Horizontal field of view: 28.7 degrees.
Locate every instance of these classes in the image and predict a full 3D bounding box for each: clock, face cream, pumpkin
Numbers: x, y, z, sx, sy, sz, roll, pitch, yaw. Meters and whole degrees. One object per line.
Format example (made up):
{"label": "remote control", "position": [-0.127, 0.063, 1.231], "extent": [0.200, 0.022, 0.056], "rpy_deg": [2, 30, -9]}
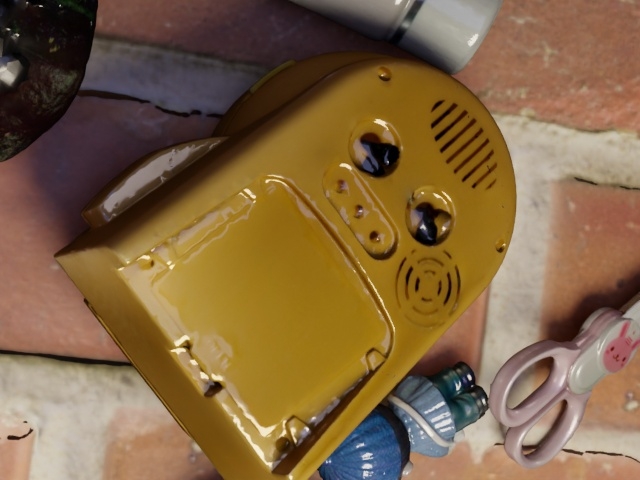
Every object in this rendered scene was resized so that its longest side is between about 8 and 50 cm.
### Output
{"label": "clock", "position": [0.000, 0.000, 0.911], "extent": [0.317, 0.200, 0.244], "rpy_deg": [-39, 105, -19]}
{"label": "face cream", "position": [-0.011, -0.234, 0.947], "extent": [0.314, 0.089, 0.143], "rpy_deg": [29, 85, -5]}
{"label": "pumpkin", "position": [-0.259, -0.158, 0.830], "extent": [0.233, 0.163, 0.233], "rpy_deg": [0, 90, -5]}

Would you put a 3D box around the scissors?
{"label": "scissors", "position": [0.236, 0.084, 1.040], "extent": [0.242, 0.030, 0.118], "rpy_deg": [-39, 131, -16]}

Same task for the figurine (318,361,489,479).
{"label": "figurine", "position": [0.064, 0.152, 0.986], "extent": [0.149, 0.087, 0.086], "rpy_deg": [-25, 82, -17]}
